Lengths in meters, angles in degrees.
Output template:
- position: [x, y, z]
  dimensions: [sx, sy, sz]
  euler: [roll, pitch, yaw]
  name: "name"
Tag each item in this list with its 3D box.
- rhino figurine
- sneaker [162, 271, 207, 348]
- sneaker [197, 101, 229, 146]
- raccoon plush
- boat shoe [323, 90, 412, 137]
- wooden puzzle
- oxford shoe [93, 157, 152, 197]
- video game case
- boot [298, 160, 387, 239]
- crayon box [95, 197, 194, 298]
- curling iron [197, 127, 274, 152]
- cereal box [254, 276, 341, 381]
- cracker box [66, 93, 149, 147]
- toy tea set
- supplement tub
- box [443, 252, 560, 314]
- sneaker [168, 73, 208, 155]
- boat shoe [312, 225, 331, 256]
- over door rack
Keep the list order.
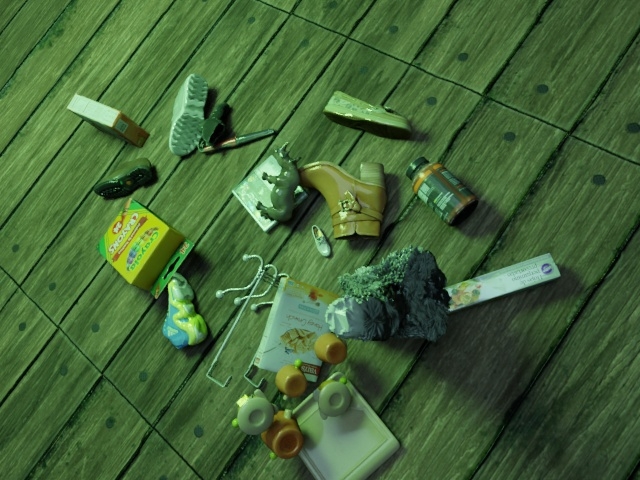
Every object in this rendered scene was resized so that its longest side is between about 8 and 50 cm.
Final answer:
- position: [-0.112, -0.165, 1.335]
  dimensions: [0.106, 0.073, 0.243]
  euler: [20, 109, 17]
  name: "rhino figurine"
- position: [-0.433, 0.213, 1.376]
  dimensions: [0.126, 0.091, 0.240]
  euler: [-35, 64, 10]
  name: "sneaker"
- position: [-0.337, -0.384, 1.524]
  dimensions: [0.089, 0.051, 0.170]
  euler: [26, 67, 31]
  name: "sneaker"
- position: [0.083, 0.128, 1.059]
  dimensions: [0.299, 0.446, 0.216]
  euler: [-14, 71, 42]
  name: "raccoon plush"
- position: [0.143, -0.377, 1.366]
  dimensions: [0.285, 0.104, 0.089]
  euler: [22, 84, 22]
  name: "boat shoe"
- position: [0.046, 0.494, 1.175]
  dimensions: [0.221, 0.044, 0.238]
  euler: [-42, 71, 1]
  name: "wooden puzzle"
- position: [-0.676, -0.216, 1.594]
  dimensions: [0.227, 0.083, 0.096]
  euler: [-21, 51, 9]
  name: "oxford shoe"
- position: [-0.159, -0.146, 1.436]
  dimensions: [0.173, 0.022, 0.190]
  euler: [-41, 68, 1]
  name: "video game case"
- position: [0.048, -0.107, 1.328]
  dimensions: [0.284, 0.109, 0.220]
  euler: [2, 79, 10]
  name: "boot"
- position: [-0.548, 0.016, 1.431]
  dimensions: [0.319, 0.081, 0.202]
  euler: [29, 83, 37]
  name: "crayon box"
- position: [-0.283, -0.337, 1.522]
  dimensions: [0.274, 0.035, 0.068]
  euler: [-8, 72, 15]
  name: "curling iron"
- position: [-0.057, 0.235, 1.222]
  dimensions: [0.173, 0.047, 0.240]
  euler: [21, 77, -24]
  name: "cereal box"
- position: [-0.742, -0.418, 1.623]
  dimensions: [0.232, 0.156, 0.067]
  euler: [25, 83, 23]
  name: "cracker box"
- position: [-0.051, 0.376, 1.149]
  dimensions: [0.336, 0.124, 0.200]
  euler: [-37, 103, -16]
  name: "toy tea set"
- position: [0.319, -0.138, 1.241]
  dimensions: [0.106, 0.106, 0.198]
  euler: [-40, 67, 2]
  name: "supplement tub"
- position: [0.419, 0.120, 1.155]
  dimensions: [0.324, 0.067, 0.063]
  euler: [-20, 70, 10]
  name: "box"
- position: [-0.455, -0.419, 1.586]
  dimensions: [0.115, 0.105, 0.281]
  euler: [3, 77, 53]
  name: "sneaker"
- position: [0.000, 0.000, 1.335]
  dimensions: [0.035, 0.035, 0.100]
  euler: [-24, 68, 9]
  name: "boat shoe"
- position: [-0.193, 0.214, 1.220]
  dimensions: [0.108, 0.239, 0.324]
  euler: [12, 78, 19]
  name: "over door rack"
